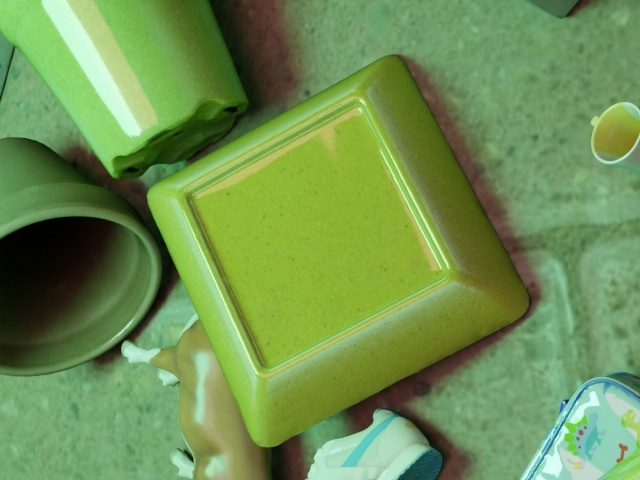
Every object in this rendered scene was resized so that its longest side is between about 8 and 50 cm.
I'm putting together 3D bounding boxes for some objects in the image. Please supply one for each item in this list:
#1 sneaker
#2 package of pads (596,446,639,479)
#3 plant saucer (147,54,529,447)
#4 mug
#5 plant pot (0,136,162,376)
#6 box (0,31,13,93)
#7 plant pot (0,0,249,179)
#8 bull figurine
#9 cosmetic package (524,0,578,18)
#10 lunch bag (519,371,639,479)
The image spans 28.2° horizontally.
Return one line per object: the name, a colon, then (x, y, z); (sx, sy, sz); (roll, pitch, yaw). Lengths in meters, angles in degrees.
sneaker: (0.018, 0.275, 1.355); (0.229, 0.087, 0.092); (-38, 51, -6)
package of pads: (0.372, 0.245, 1.077); (0.296, 0.101, 0.229); (-39, 91, 7)
plant saucer: (0.000, 0.000, 1.351); (0.333, 0.081, 0.333); (-29, 72, 8)
mug: (0.305, -0.100, 1.235); (0.062, 0.064, 0.078); (-41, 43, 36)
plant pot: (-0.355, -0.002, 1.550); (0.263, 0.263, 0.229); (-53, 46, 18)
box: (-0.554, -0.283, 1.738); (0.262, 0.127, 0.231); (21, 97, 31)
plant pot: (-0.218, -0.219, 1.471); (0.276, 0.276, 0.254); (-31, 83, 26)
bull figurine: (-0.128, 0.176, 1.466); (0.188, 0.101, 0.310); (-15, 73, 37)
cosmetic package: (0.154, -0.369, 1.117); (0.230, 0.453, 0.161); (-49, 65, 19)
lunch bag: (0.282, 0.245, 1.215); (0.176, 0.090, 0.219); (34, 105, 27)
